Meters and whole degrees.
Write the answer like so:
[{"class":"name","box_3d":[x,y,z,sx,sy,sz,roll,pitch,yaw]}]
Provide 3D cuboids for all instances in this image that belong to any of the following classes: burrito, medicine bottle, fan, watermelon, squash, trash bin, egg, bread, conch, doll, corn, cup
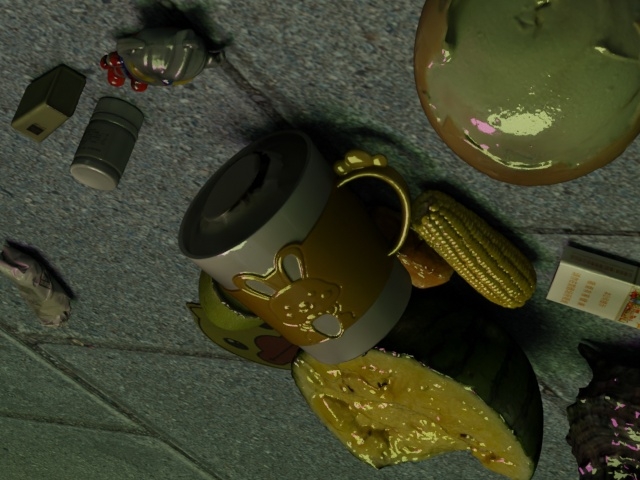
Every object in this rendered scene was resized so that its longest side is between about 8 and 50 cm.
[{"class":"burrito","box_3d":[-0.420,0.070,2.580,0.064,0.064,0.203,11,155,21]},{"class":"medicine bottle","box_3d":[-0.241,-0.109,1.962,0.058,0.091,0.058,17,158,7]},{"class":"fan","box_3d":[-0.045,0.162,2.539,0.335,0.011,0.229,24,158,-11]},{"class":"watermelon","box_3d":[0.135,0.162,2.166,0.331,0.189,0.330,19,145,14]},{"class":"squash","box_3d":[-0.096,0.059,2.206,0.123,0.123,0.186,22,160,-6]},{"class":"trash bin","box_3d":[-0.304,-0.156,1.950,0.043,0.061,0.092,29,154,-22]},{"class":"egg","box_3d":[0.175,-0.143,1.396,0.201,0.201,0.244,17,170,8]},{"class":"bread","box_3d":[0.096,0.005,2.002,0.132,0.053,0.074,30,156,-17]},{"class":"conch","box_3d":[0.422,0.238,2.153,0.241,0.186,0.313,9,138,2]},{"class":"doll","box_3d":[-0.166,-0.184,1.766,0.104,0.062,0.195,30,163,-21]},{"class":"corn","box_3d":[0.172,0.012,1.931,0.067,0.067,0.206,-4,148,45]},{"class":"cup","box_3d":[0.000,0.000,1.877,0.241,0.185,0.226,-29,121,24]}]

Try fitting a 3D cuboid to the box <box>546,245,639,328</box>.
[{"class":"box","box_3d":[0.369,0.069,1.947,0.220,0.032,0.122,17,158,6]}]
